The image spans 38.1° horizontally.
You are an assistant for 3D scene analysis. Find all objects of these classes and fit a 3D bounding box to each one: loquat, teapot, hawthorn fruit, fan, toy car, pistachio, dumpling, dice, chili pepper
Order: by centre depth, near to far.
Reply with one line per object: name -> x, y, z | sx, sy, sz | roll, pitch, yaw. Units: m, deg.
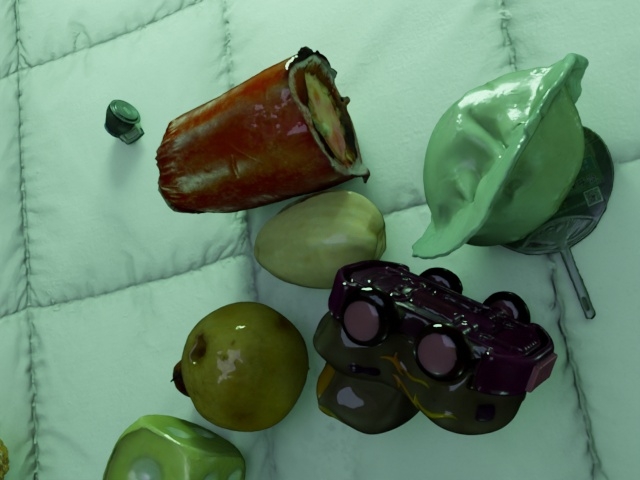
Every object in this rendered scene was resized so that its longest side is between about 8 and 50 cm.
toy car -> 0.145, 0.179, 1.336 | 0.340, 0.271, 0.240 | 24, 109, 28
dumpling -> 0.277, -0.116, 1.345 | 0.270, 0.211, 0.321 | -162, 78, -65
fan -> 0.366, -0.057, 1.398 | 0.294, 0.012, 0.223 | 43, 98, 27
loquat -> -0.118, 0.201, 1.484 | 0.208, 0.208, 0.208 | -6, 77, 25
pistachio -> 0.000, 0.000, 1.485 | 0.229, 0.157, 0.157 | -8, 76, 31
dice -> -0.238, 0.390, 1.512 | 0.169, 0.169, 0.166 | 23, 89, 29
chili pepper -> -0.099, -0.168, 1.518 | 0.305, 0.251, 0.229 | -12, 95, 28
hawthorn fruit -> -0.213, 0.231, 1.576 | 0.081, 0.093, 0.081 | -5, 79, 26
teapot -> -0.378, -0.223, 1.781 | 0.088, 0.066, 0.057 | 46, 122, 4

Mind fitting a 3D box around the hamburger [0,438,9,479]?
hamburger -> -0.734, 0.431, 1.669 | 0.330, 0.330, 0.250 | 4, 82, 27
